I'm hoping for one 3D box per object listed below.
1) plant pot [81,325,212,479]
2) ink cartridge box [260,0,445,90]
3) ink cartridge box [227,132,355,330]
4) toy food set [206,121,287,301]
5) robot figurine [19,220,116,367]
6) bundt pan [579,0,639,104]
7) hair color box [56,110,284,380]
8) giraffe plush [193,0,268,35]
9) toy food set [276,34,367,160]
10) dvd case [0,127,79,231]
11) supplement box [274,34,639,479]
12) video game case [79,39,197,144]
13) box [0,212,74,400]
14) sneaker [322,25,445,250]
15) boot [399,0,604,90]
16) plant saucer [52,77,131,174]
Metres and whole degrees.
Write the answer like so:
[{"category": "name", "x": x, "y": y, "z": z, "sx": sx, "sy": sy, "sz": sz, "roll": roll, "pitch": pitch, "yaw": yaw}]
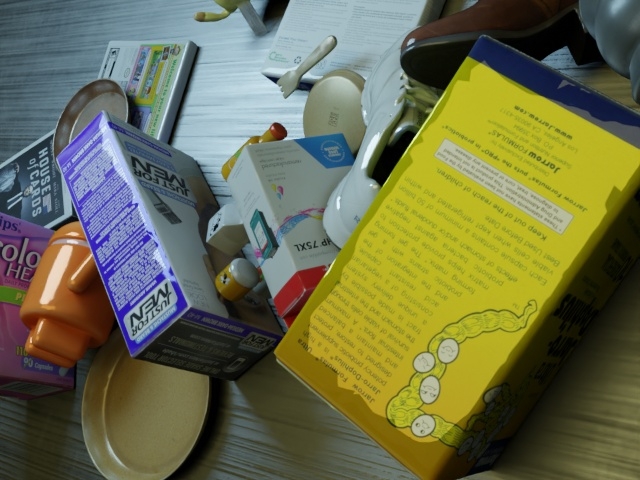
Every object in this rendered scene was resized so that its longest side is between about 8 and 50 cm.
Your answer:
[{"category": "plant pot", "x": -0.230, "y": 0.213, "z": 1.166, "sx": 0.236, "sy": 0.032, "sz": 0.236, "roll": -13, "pitch": 67, "yaw": 32}, {"category": "ink cartridge box", "x": 0.051, "y": -0.296, "z": 1.123, "sx": 0.223, "sy": 0.045, "sz": 0.223, "roll": 18, "pitch": 85, "yaw": 37}, {"category": "ink cartridge box", "x": 0.000, "y": 0.000, "z": 0.977, "sx": 0.078, "sy": 0.134, "sz": 0.231, "roll": -51, "pitch": 57, "yaw": 53}, {"category": "toy food set", "x": -0.060, "y": -0.031, "z": 1.055, "sx": 0.104, "sy": 0.111, "sz": 0.232, "roll": -42, "pitch": 30, "yaw": 32}, {"category": "robot figurine", "x": -0.338, "y": 0.065, "z": 1.218, "sx": 0.128, "sy": 0.158, "sz": 0.219, "roll": 5, "pitch": 59, "yaw": 13}, {"category": "bundt pan", "x": 0.351, "y": -0.160, "z": 0.712, "sx": 0.124, "sy": 0.331, "sz": 0.330, "roll": -55, "pitch": 48, "yaw": 38}, {"category": "hair color box", "x": -0.197, "y": 0.005, "z": 1.113, "sx": 0.110, "sy": 0.185, "sz": 0.338, "roll": -40, "pitch": 56, "yaw": 17}, {"category": "giraffe plush", "x": -0.119, "y": -0.423, "z": 1.224, "sx": 0.182, "sy": 0.210, "sz": 0.170, "roll": -8, "pitch": 49, "yaw": 4}, {"category": "toy food set", "x": 0.026, "y": -0.147, "z": 1.075, "sx": 0.132, "sy": 0.039, "sz": 0.192, "roll": -36, "pitch": 70, "yaw": 39}, {"category": "dvd case", "x": -0.493, "y": -0.068, "z": 1.450, "sx": 0.239, "sy": 0.030, "sz": 0.179, "roll": -26, "pitch": 62, "yaw": 27}, {"category": "supplement box", "x": 0.158, "y": 0.027, "z": 0.828, "sx": 0.195, "sy": 0.194, "sz": 0.356, "roll": 36, "pitch": 98, "yaw": 27}, {"category": "video game case", "x": -0.294, "y": -0.213, "z": 1.359, "sx": 0.193, "sy": 0.023, "sz": 0.212, "roll": 10, "pitch": 80, "yaw": 37}, {"category": "box", "x": -0.475, "y": 0.095, "z": 1.265, "sx": 0.117, "sy": 0.214, "sz": 0.242, "roll": -18, "pitch": 65, "yaw": 31}, {"category": "sneaker", "x": 0.097, "y": -0.122, "z": 0.944, "sx": 0.129, "sy": 0.111, "sz": 0.297, "roll": 127, "pitch": 162, "yaw": -62}, {"category": "boot", "x": 0.185, "y": -0.310, "z": 0.946, "sx": 0.264, "sy": 0.096, "sz": 0.280, "roll": -16, "pitch": 64, "yaw": 2}, {"category": "plant saucer", "x": -0.351, "y": -0.170, "z": 1.351, "sx": 0.169, "sy": 0.029, "sz": 0.168, "roll": -12, "pitch": 68, "yaw": 33}]
